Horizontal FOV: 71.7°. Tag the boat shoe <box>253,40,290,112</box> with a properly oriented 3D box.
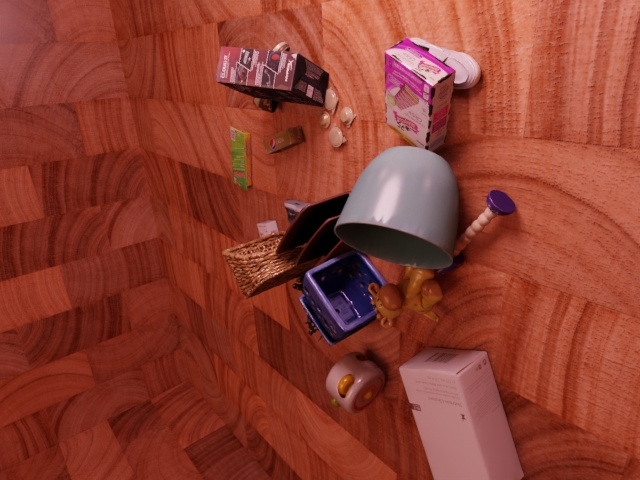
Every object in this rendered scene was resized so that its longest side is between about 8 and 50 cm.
[{"bbox_3d":[-0.147,-0.558,1.537,0.095,0.095,0.257,37,137,4],"label":"boat shoe"}]

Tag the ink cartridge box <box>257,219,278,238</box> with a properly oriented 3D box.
[{"bbox_3d":[-0.220,-0.023,1.914,0.089,0.052,0.122,-1,104,54],"label":"ink cartridge box"}]

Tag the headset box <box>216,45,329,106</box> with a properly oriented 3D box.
[{"bbox_3d":[-0.155,-0.497,1.349,0.294,0.218,0.110,15,100,24],"label":"headset box"}]

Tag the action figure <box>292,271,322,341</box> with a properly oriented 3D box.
[{"bbox_3d":[-0.007,0.250,1.691,0.275,0.141,0.164,63,146,37],"label":"action figure"}]

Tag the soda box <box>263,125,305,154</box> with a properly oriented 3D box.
[{"bbox_3d":[-0.136,-0.364,1.621,0.181,0.061,0.058,-6,101,54],"label":"soda box"}]

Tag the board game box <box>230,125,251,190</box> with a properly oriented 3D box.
[{"bbox_3d":[-0.347,-0.357,1.935,0.124,0.039,0.259,34,129,41],"label":"board game box"}]

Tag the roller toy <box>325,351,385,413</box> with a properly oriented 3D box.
[{"bbox_3d":[0.130,0.509,1.582,0.146,0.191,0.209,35,144,39],"label":"roller toy"}]

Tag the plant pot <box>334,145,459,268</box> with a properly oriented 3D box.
[{"bbox_3d":[0.207,-0.089,1.101,0.293,0.293,0.234,-2,65,54],"label":"plant pot"}]

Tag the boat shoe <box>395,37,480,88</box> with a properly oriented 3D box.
[{"bbox_3d":[0.264,-0.415,1.040,0.227,0.081,0.079,43,137,34],"label":"boat shoe"}]

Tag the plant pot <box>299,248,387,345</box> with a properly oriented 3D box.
[{"bbox_3d":[0.075,0.201,1.478,0.235,0.236,0.212,54,148,20],"label":"plant pot"}]

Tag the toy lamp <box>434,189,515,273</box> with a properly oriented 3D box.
[{"bbox_3d":[0.369,-0.008,1.107,0.080,0.080,0.274,55,143,20],"label":"toy lamp"}]

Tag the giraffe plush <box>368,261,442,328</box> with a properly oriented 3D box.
[{"bbox_3d":[0.229,0.153,1.250,0.181,0.171,0.210,-108,5,-53],"label":"giraffe plush"}]

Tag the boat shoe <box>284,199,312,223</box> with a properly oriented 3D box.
[{"bbox_3d":[-0.071,-0.098,1.672,0.183,0.065,0.083,24,127,53],"label":"boat shoe"}]

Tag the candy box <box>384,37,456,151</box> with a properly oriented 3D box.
[{"bbox_3d":[0.229,-0.333,1.055,0.159,0.071,0.233,49,168,28],"label":"candy box"}]

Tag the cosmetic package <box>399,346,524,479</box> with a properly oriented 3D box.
[{"bbox_3d":[0.397,0.513,1.258,0.217,0.156,0.384,-15,93,53],"label":"cosmetic package"}]

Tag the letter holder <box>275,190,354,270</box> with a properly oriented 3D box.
[{"bbox_3d":[0.000,0.000,1.486,0.151,0.215,0.301,58,143,17],"label":"letter holder"}]

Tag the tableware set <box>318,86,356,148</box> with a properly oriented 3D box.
[{"bbox_3d":[0.043,-0.388,1.406,0.168,0.020,0.141,56,142,21],"label":"tableware set"}]

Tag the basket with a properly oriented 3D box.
[{"bbox_3d":[-0.188,0.052,1.690,0.222,0.299,0.213,61,145,13],"label":"basket"}]
